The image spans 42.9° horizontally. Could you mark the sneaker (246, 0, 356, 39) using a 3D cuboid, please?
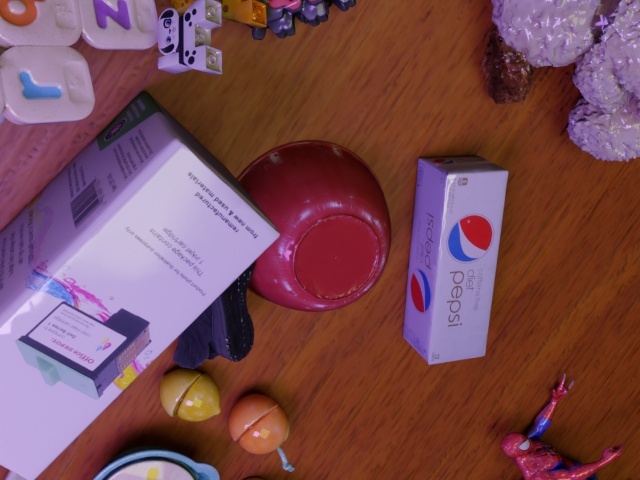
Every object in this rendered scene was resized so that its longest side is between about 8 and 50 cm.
[{"bbox_3d":[0.031,-0.288,0.703,0.276,0.097,0.135,-34,100,8],"label":"sneaker"}]

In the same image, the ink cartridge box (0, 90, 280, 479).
[{"bbox_3d":[-0.192,0.026,0.680,0.278,0.201,0.117,-45,118,1],"label":"ink cartridge box"}]

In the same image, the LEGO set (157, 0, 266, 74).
[{"bbox_3d":[-0.103,-0.236,0.676,0.087,0.093,0.227,5,82,-54],"label":"LEGO set"}]

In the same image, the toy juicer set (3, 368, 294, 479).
[{"bbox_3d":[-0.176,0.236,0.832,0.329,0.089,0.209,4,109,-21],"label":"toy juicer set"}]

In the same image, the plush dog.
[{"bbox_3d":[0.273,-0.216,0.782,0.226,0.210,0.262,19,102,2],"label":"plush dog"}]

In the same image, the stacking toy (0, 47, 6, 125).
[{"bbox_3d":[-0.427,-0.031,0.563,0.480,0.351,0.350,-42,120,-21],"label":"stacking toy"}]

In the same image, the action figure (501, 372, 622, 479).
[{"bbox_3d":[0.350,0.277,1.040,0.280,0.091,0.139,27,105,-28],"label":"action figure"}]

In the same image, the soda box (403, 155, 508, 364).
[{"bbox_3d":[0.142,0.020,0.875,0.074,0.069,0.216,-5,112,-19],"label":"soda box"}]

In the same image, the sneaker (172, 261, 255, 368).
[{"bbox_3d":[-0.108,0.054,0.788,0.051,0.089,0.170,-22,121,-44],"label":"sneaker"}]

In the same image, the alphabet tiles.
[{"bbox_3d":[-0.252,-0.222,0.585,0.278,0.021,0.284,-11,92,-41],"label":"alphabet tiles"}]

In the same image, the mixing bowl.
[{"bbox_3d":[0.000,0.000,0.800,0.182,0.098,0.181,-7,111,-18],"label":"mixing bowl"}]
